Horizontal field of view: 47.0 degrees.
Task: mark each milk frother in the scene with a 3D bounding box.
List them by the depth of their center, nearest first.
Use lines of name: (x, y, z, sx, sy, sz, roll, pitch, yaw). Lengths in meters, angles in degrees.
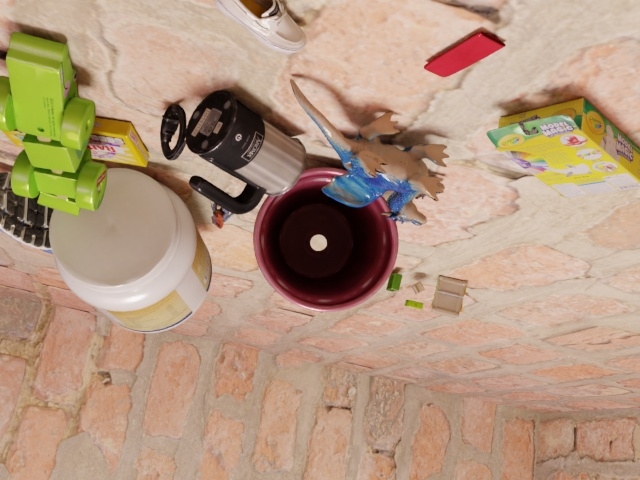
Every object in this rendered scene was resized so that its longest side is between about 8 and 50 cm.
milk frother: (-0.118, -0.120, 0.937, 0.135, 0.129, 0.143, 30, -162, -46)

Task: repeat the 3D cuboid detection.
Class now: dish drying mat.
dish drying mat: (0.137, -0.178, 0.709, 0.032, 0.008, 0.083, 19, 160, -27)

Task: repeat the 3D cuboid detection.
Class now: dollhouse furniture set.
dollhouse furniture set: (0.212, 0.104, 1.477, 0.152, 0.076, 0.058, 13, 176, -3)

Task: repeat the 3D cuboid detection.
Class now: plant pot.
plant pot: (0.000, 0.000, 1.089, 0.201, 0.201, 0.180, 12, 178, -6)

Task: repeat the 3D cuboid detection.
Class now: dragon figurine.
dragon figurine: (0.057, -0.091, 0.907, 0.289, 0.085, 0.144, 18, 161, -28)

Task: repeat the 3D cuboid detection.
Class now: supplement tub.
supplement tub: (-0.315, 0.024, 1.260, 0.228, 0.228, 0.316, 10, 163, 2)

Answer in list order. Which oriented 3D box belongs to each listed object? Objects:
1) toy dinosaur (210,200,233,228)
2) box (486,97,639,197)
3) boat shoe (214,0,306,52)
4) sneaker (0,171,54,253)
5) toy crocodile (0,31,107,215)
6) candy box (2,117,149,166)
toy dinosaur: (-0.176, -0.042, 1.246, 0.047, 0.090, 0.082, 24, 132, 8)
box: (0.274, -0.102, 0.816, 0.179, 0.043, 0.105, 22, 160, -40)
boat shoe: (-0.049, -0.209, 0.683, 0.100, 0.035, 0.035, 29, 159, -30)
sneaker: (-0.525, -0.028, 1.393, 0.147, 0.129, 0.330, -2, 159, 30)
toy crocodile: (-0.343, -0.136, 0.954, 0.115, 0.105, 0.340, 11, 146, -2)
candy box: (-0.360, -0.152, 1.065, 0.206, 0.027, 0.105, 9, 164, 5)
